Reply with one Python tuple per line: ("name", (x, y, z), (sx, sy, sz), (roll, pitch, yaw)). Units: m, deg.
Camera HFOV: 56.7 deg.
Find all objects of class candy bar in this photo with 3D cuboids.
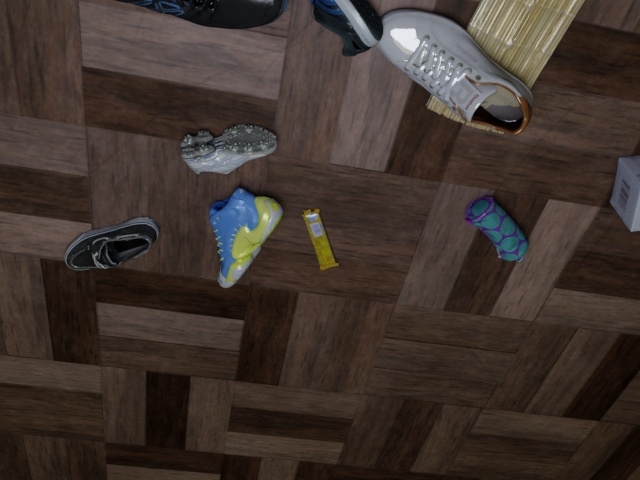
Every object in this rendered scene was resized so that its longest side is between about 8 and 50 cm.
("candy bar", (0.000, 0.000, 1.219), (0.040, 0.018, 0.161), (-15, 126, 6))

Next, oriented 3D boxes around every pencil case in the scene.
("pencil case", (0.352, -0.021, 1.177), (0.070, 0.064, 0.152), (-43, 118, 9))

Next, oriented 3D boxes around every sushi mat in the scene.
("sushi mat", (0.308, -0.327, 0.965), (0.151, 0.019, 0.316), (17, 126, -12))

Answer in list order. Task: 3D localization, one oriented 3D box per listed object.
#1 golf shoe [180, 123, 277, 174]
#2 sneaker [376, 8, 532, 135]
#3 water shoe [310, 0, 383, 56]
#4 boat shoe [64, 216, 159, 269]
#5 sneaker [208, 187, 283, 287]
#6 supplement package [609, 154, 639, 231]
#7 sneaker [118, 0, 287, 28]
("golf shoe", (-0.161, -0.159, 1.077), (0.176, 0.069, 0.086), (-3, 148, 6))
("sneaker", (0.213, -0.264, 0.931), (0.290, 0.123, 0.106), (28, 126, -5))
("water shoe", (0.009, -0.366, 0.896), (0.080, 0.073, 0.203), (-23, 116, 40))
("boat shoe", (-0.429, 0.017, 1.194), (0.219, 0.070, 0.078), (-21, 125, 15))
("sneaker", (-0.173, -0.013, 1.179), (0.126, 0.091, 0.240), (35, 122, -3))
("supplement package", (0.652, -0.095, 1.096), (0.179, 0.105, 0.105), (-6, 127, 5))
("sneaker", (-0.217, -0.368, 0.852), (0.341, 0.139, 0.125), (9, 126, -9))
